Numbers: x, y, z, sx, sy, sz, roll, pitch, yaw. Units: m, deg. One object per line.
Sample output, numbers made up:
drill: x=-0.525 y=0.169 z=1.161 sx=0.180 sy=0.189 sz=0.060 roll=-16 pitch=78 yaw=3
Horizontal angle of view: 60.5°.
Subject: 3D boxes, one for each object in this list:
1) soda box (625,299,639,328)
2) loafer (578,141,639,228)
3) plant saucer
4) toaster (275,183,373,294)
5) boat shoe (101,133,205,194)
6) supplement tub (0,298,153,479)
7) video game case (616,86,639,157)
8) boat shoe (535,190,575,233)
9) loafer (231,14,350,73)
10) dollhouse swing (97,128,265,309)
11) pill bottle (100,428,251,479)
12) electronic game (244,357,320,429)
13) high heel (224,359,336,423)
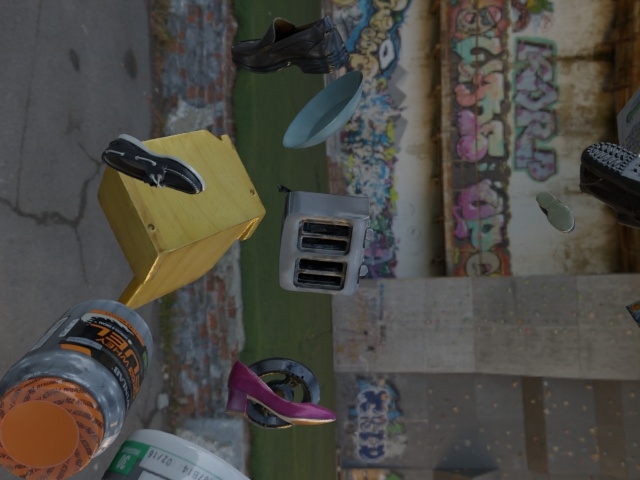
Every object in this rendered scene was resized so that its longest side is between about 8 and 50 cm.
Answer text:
soda box: x=0.765 y=0.162 z=1.260 sx=0.183 sy=0.063 sz=0.058 roll=8 pitch=51 yaw=-48
loafer: x=0.445 y=-0.049 z=0.737 sx=0.220 sy=0.080 sz=0.078 roll=48 pitch=-24 yaw=33
plant saucer: x=0.013 y=-0.229 z=1.006 sx=0.037 sy=0.195 sz=0.195 roll=43 pitch=28 yaw=-25
toaster: x=0.000 y=0.000 z=1.017 sx=0.110 sy=0.185 sz=0.168 roll=-91 pitch=-172 yaw=-63
boat shoe: x=-0.191 y=-0.080 z=0.627 sx=0.038 sy=0.125 sz=0.046 roll=-56 pitch=171 yaw=-35
supplement tub: x=-0.402 y=0.235 z=0.914 sx=0.316 sy=0.193 sz=0.194 roll=-113 pitch=-162 yaw=-74
video game case: x=0.570 y=-0.218 z=0.959 sx=0.157 sy=0.019 sz=0.143 roll=98 pitch=5 yaw=-60
boat shoe: x=0.510 y=-0.055 z=1.184 sx=0.043 sy=0.049 sz=0.137 roll=47 pitch=17 yaw=-32
loafer: x=-0.045 y=-0.245 z=0.676 sx=0.062 sy=0.169 sz=0.061 roll=-58 pitch=142 yaw=-36
dollhouse swing: x=-0.371 y=-0.047 z=1.337 sx=0.346 sy=0.304 sz=0.315 roll=-28 pitch=93 yaw=-50
pill bottle: x=-0.226 y=0.424 z=0.620 sx=0.204 sy=0.204 sz=0.361 roll=82 pitch=28 yaw=-48
electronic game: x=-0.114 y=0.406 z=1.449 sx=0.048 sy=0.229 sz=0.230 roll=-99 pitch=-176 yaw=-66
high heel: x=-0.083 y=0.331 z=1.195 sx=0.082 sy=0.243 sz=0.117 roll=82 pitch=14 yaw=-63
